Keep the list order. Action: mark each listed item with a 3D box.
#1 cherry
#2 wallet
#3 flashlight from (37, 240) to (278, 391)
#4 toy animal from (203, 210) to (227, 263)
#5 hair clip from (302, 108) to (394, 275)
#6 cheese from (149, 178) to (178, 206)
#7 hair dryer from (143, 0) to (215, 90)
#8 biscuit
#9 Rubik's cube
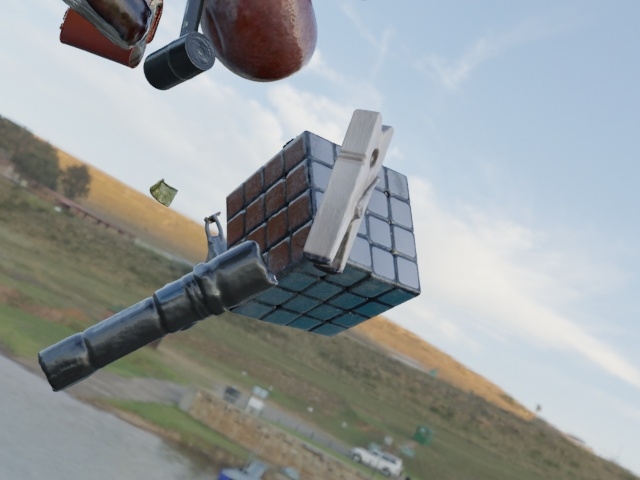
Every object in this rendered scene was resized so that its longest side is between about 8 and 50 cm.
[{"bbox_3d":[-0.118,-0.441,1.500,0.261,0.221,0.307,53,-20,-6],"label":"cherry"},{"bbox_3d":[-0.394,-0.412,1.436,0.204,0.142,0.045,24,3,29],"label":"wallet"},{"bbox_3d":[-0.277,0.133,1.297,0.103,0.423,0.103,62,-5,9],"label":"flashlight"},{"bbox_3d":[-0.287,0.061,2.124,0.224,0.302,0.284,-11,-9,-14],"label":"toy animal"},{"bbox_3d":[0.059,-0.096,1.526,0.085,0.331,0.101,16,-12,32],"label":"hair clip"},{"bbox_3d":[-0.425,-0.137,2.046,0.041,0.060,0.084,15,-25,35],"label":"cheese"},{"bbox_3d":[-0.243,-0.380,1.373,0.124,0.219,0.071,-11,-28,38],"label":"hair dryer"},{"bbox_3d":[-0.414,-0.451,1.142,0.407,0.091,0.407,39,-2,2],"label":"biscuit"},{"bbox_3d":[0.000,0.000,1.839,0.337,0.344,0.344,19,-36,-35],"label":"Rubik's cube"}]
